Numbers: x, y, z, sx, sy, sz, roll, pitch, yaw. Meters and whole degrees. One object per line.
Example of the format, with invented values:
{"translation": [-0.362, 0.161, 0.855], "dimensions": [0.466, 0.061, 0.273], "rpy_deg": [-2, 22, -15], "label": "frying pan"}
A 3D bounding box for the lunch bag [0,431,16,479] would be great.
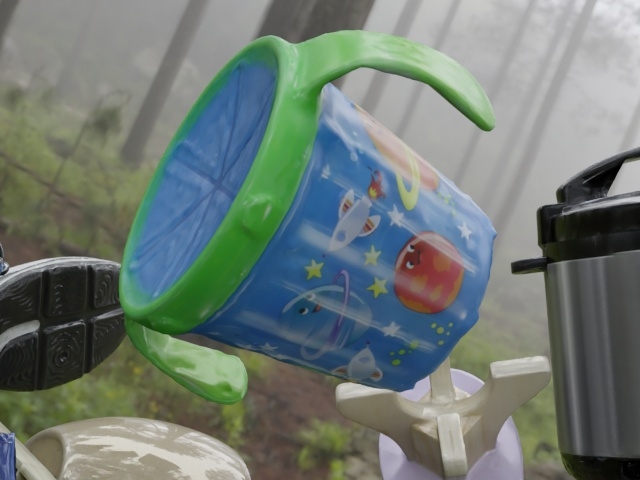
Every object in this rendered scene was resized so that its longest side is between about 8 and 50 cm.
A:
{"translation": [-0.279, 0.199, 1.054], "dimensions": [0.065, 0.098, 0.067], "rpy_deg": [-3, -26, -13], "label": "lunch bag"}

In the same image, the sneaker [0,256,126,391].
{"translation": [-0.451, 0.076, 1.553], "dimensions": [0.257, 0.169, 0.447], "rpy_deg": [27, 30, 37], "label": "sneaker"}

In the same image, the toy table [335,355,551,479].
{"translation": [0.154, 0.220, 1.569], "dimensions": [0.274, 0.252, 0.161], "rpy_deg": [-112, -171, -48], "label": "toy table"}

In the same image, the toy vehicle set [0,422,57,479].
{"translation": [-0.317, 0.272, 1.214], "dimensions": [0.035, 0.166, 0.267], "rpy_deg": [31, -6, -32], "label": "toy vehicle set"}

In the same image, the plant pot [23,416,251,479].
{"translation": [-0.236, 0.297, 1.375], "dimensions": [0.191, 0.284, 0.284], "rpy_deg": [39, -13, -31], "label": "plant pot"}

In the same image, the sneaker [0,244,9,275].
{"translation": [-0.341, 0.027, 1.078], "dimensions": [0.130, 0.330, 0.147], "rpy_deg": [-21, 49, -32], "label": "sneaker"}

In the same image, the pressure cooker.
{"translation": [0.466, 0.083, 1.608], "dimensions": [0.370, 0.420, 0.375], "rpy_deg": [-2, -5, -32], "label": "pressure cooker"}

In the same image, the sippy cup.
{"translation": [0.000, 0.000, 0.987], "dimensions": [0.224, 0.240, 0.305], "rpy_deg": [29, -23, -22], "label": "sippy cup"}
